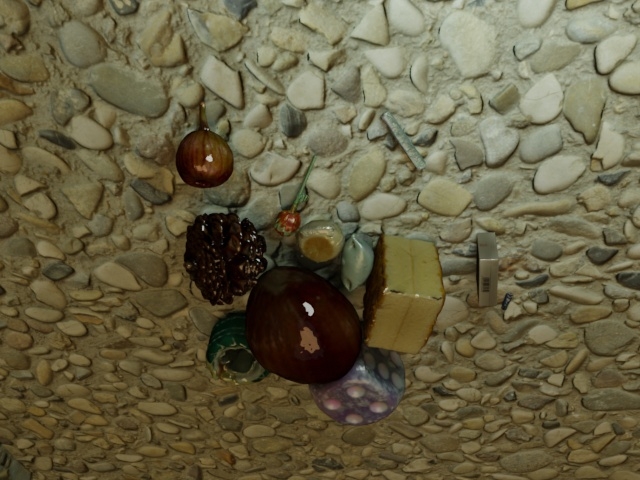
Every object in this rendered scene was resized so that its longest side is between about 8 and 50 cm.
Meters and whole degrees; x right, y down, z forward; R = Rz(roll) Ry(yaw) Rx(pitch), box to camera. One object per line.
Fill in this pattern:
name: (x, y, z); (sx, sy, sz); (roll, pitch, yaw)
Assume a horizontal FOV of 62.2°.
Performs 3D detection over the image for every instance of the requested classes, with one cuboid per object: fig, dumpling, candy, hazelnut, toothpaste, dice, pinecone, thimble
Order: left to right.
fig: (-0.326, -0.255, 1.498); (0.175, 0.207, 0.175); (-5, 164, -1)
pinecone: (-0.289, 0.052, 1.638); (0.242, 0.296, 0.298); (7, 109, 16)
thimble: (-0.304, 0.415, 2.006); (0.254, 0.167, 0.288); (39, 121, -23)
candy: (-0.066, -0.135, 1.616); (0.078, 0.084, 0.287); (19, 118, -11)
hazelnut: (-0.065, 0.264, 1.727); (0.353, 0.421, 0.420); (-20, 131, -18)
dice: (0.133, 0.497, 1.961); (0.271, 0.270, 0.270); (-36, 117, 28)
dumpling: (0.116, 0.054, 1.683); (0.105, 0.149, 0.216); (1, 125, 3)
toothpaste: (0.648, 0.216, 1.848); (0.027, 0.019, 0.083); (18, 127, 14)

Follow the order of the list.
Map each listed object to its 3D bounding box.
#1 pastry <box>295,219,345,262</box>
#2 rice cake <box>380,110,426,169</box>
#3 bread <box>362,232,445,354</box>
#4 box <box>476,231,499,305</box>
pastry: (0.000, 0.000, 1.692); (0.166, 0.088, 0.165); (2, 129, 2)
rice cake: (0.232, -0.277, 1.481); (0.033, 0.033, 0.207); (-34, 118, 16)
bread: (0.256, 0.169, 1.682); (0.207, 0.279, 0.278); (8, 126, -3)
box: (0.527, 0.092, 1.681); (0.058, 0.141, 0.201); (-2, 127, 14)
